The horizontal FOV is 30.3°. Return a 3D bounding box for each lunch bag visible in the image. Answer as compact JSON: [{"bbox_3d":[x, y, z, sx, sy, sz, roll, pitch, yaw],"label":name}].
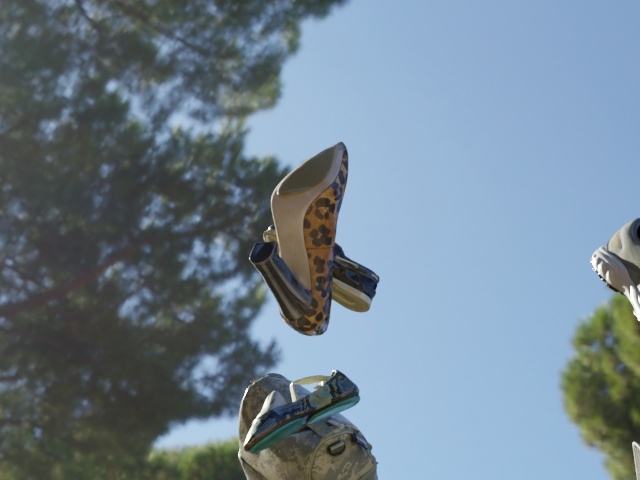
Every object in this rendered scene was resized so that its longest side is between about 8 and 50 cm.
[{"bbox_3d":[-0.031,0.438,2.472,0.305,0.212,0.256,31,-36,46],"label":"lunch bag"}]

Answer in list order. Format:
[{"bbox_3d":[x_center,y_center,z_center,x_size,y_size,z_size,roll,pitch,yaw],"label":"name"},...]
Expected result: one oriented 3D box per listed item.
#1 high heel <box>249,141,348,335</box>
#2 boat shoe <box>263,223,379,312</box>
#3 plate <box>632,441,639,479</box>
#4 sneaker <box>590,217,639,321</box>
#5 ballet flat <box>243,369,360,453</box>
[{"bbox_3d":[0.000,0.000,1.689,0.093,0.261,0.186,4,-41,36],"label":"high heel"},{"bbox_3d":[0.002,0.036,2.090,0.233,0.079,0.084,34,-27,-14],"label":"boat shoe"},{"bbox_3d":[0.703,0.570,2.385,0.045,0.278,0.277,-8,-85,1],"label":"plate"},{"bbox_3d":[0.486,0.066,1.649,0.100,0.271,0.108,18,-65,-38],"label":"sneaker"},{"bbox_3d":[-0.035,0.219,1.550,0.070,0.188,0.070,25,-56,44],"label":"ballet flat"}]
